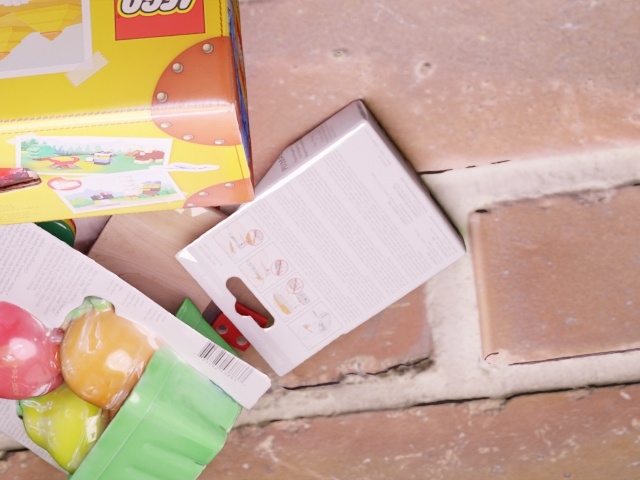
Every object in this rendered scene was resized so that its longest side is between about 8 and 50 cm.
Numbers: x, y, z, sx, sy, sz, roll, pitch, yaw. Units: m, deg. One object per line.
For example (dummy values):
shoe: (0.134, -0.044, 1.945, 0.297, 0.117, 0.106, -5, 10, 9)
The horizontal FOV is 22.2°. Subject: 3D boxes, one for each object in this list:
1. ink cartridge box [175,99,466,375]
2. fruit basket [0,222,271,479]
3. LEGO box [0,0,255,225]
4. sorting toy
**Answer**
ink cartridge box: (0.000, 0.000, 1.628, 0.232, 0.066, 0.189, -33, 117, 12)
fruit basket: (-0.253, 0.119, 1.653, 0.353, 0.165, 0.327, 36, 135, 0)
LEGO box: (-0.317, -0.210, 1.309, 0.500, 0.372, 0.193, -5, 159, 1)
sorting toy: (-0.147, 0.007, 1.652, 0.275, 0.046, 0.132, 27, 117, -16)
